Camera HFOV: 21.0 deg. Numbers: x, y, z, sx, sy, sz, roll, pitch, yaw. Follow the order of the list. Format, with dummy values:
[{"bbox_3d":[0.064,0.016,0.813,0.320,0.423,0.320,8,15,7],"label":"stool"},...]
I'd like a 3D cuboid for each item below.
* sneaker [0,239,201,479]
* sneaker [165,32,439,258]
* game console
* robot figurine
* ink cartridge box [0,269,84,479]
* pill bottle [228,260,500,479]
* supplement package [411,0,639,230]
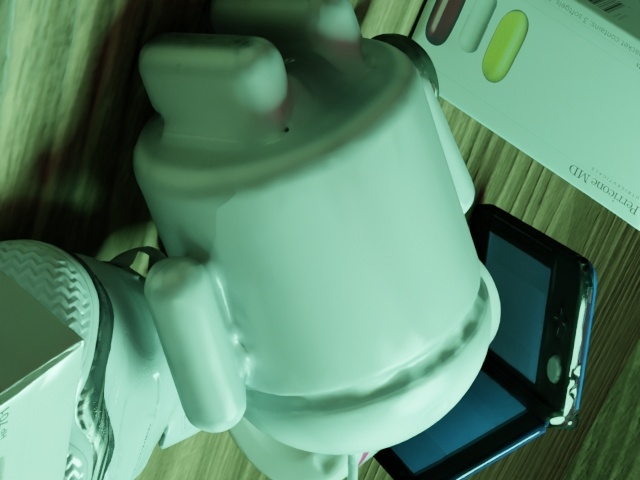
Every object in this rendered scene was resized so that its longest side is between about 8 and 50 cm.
[{"bbox_3d":[-0.168,0.174,1.175,0.210,0.137,0.366,-12,110,-66],"label":"sneaker"},{"bbox_3d":[-0.022,-0.043,1.324,0.281,0.106,0.162,-57,158,9],"label":"sneaker"},{"bbox_3d":[0.144,0.107,1.820,0.173,0.293,0.250,2,104,-18],"label":"game console"},{"bbox_3d":[0.000,0.000,1.181,0.300,0.200,0.353,-38,122,-32],"label":"robot figurine"},{"bbox_3d":[-0.221,0.059,0.896,0.082,0.190,0.139,-37,155,-39],"label":"ink cartridge box"},{"bbox_3d":[0.045,0.106,1.640,0.283,0.160,0.160,-32,151,-49],"label":"pill bottle"},{"bbox_3d":[0.241,-0.160,1.492,0.204,0.262,0.145,-27,146,-52],"label":"supplement package"}]
